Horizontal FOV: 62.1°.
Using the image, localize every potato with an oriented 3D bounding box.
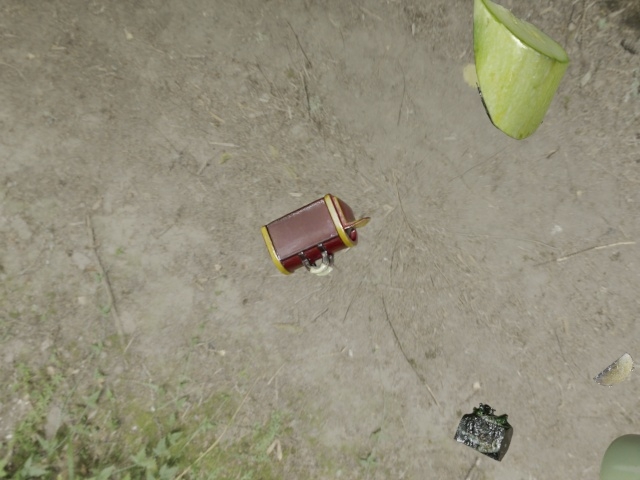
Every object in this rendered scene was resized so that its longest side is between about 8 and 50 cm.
[{"bbox_3d":[0.587,0.267,1.063,0.093,0.036,0.037,-33,66,-11],"label":"potato"}]

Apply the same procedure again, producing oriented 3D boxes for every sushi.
[{"bbox_3d":[0.311,0.354,0.995,0.083,0.056,0.084,18,84,50],"label":"sushi"}]

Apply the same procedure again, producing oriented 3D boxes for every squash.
[{"bbox_3d":[0.373,-0.330,1.046,0.237,0.204,0.155,15,135,-23],"label":"squash"}]

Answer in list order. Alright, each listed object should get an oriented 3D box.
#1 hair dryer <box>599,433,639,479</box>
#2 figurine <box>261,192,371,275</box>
[{"bbox_3d":[0.302,0.249,0.471,0.362,0.203,0.128,8,73,-28],"label":"hair dryer"},{"bbox_3d":[0.001,0.000,0.763,0.154,0.082,0.098,-22,65,19],"label":"figurine"}]
